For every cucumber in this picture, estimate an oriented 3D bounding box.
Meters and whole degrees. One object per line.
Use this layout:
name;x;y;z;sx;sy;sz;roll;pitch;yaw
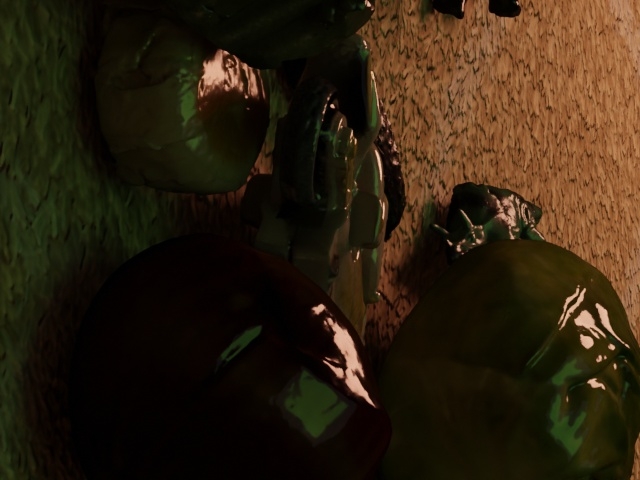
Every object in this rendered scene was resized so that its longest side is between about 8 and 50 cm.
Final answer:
cucumber;0.025;-0.103;1.585;0.293;0.068;0.067;65;37;-41

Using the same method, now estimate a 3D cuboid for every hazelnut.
hazelnut;-0.075;0.111;1.268;0.229;0.229;0.229;-2;92;-63

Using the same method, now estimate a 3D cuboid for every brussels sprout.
brussels sprout;0.181;0.157;1.692;0.328;0.247;0.328;-18;113;-48

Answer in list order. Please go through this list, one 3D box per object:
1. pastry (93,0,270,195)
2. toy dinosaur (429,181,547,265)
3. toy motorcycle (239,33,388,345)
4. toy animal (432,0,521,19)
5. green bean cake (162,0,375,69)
pastry;-0.099;-0.108;1.321;0.166;0.088;0.165;-1;90;-66
toy dinosaur;0.192;0.001;1.877;0.292;0.079;0.120;1;68;-61
toy motorcycle;0.000;0.000;1.445;0.223;0.108;0.340;-66;163;-54
toy animal;0.165;-0.293;1.778;0.245;0.115;0.146;54;46;-73
green bean cake;-0.063;-0.240;1.263;0.227;0.125;0.222;31;33;-46
